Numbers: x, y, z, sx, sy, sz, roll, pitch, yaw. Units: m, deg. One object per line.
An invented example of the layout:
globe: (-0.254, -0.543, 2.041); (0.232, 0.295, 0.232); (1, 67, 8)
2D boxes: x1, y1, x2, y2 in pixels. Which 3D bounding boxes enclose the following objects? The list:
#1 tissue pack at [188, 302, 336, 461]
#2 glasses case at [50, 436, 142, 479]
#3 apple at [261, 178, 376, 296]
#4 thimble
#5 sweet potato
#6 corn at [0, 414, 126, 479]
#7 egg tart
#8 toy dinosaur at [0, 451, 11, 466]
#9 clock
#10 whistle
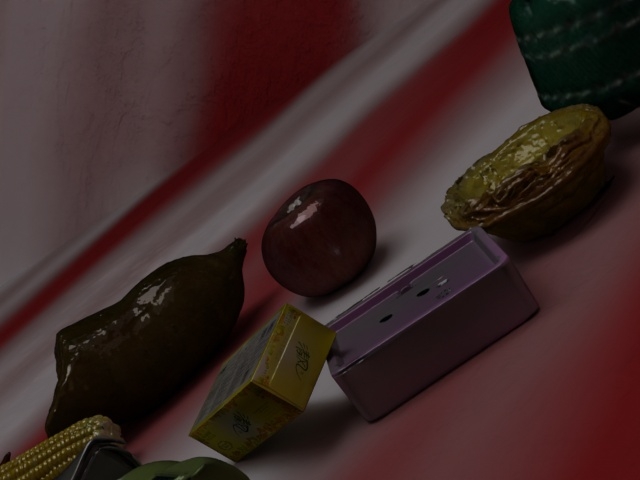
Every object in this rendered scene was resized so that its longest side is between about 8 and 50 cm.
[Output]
tissue pack: (-0.058, 0.143, 1.304); (0.176, 0.062, 0.095); (-47, 16, 54)
glasses case: (-0.259, 0.289, 1.336); (0.308, 0.083, 0.128); (-38, 22, 59)
apple: (0.000, 0.000, 1.657); (0.153, 0.120, 0.153); (-38, 15, 12)
thimble: (0.363, -0.257, 1.506); (0.288, 0.167, 0.254); (-27, 12, -3)
sweet potato: (-0.215, 0.126, 1.705); (0.369, 0.158, 0.158); (-33, 12, -22)
corn: (-0.334, 0.285, 1.566); (0.248, 0.081, 0.081); (-31, 14, 17)
egg tart: (0.225, -0.063, 1.402); (0.212, 0.090, 0.212); (-31, 14, 8)
toy dinosaur: (-0.600, 0.403, 1.780); (0.432, 0.097, 0.208); (-20, 11, 35)
clock: (0.100, 0.077, 1.283); (0.197, 0.063, 0.150); (-34, 14, 3)
whistle: (-0.111, 0.245, 1.129); (0.131, 0.106, 0.288); (-40, 13, -27)
